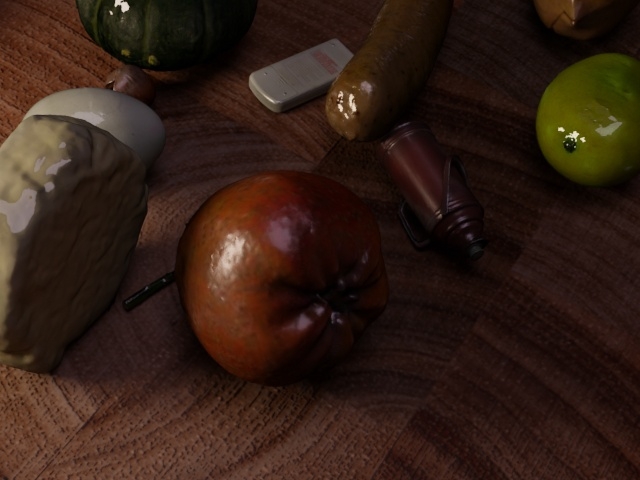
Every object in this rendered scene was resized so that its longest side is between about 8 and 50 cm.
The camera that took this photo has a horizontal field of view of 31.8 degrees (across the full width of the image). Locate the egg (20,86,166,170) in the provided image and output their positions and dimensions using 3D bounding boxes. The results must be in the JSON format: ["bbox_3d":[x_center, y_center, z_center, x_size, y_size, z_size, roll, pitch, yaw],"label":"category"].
[{"bbox_3d":[-0.324,-0.143,1.598,0.209,0.151,0.151,-8,53,-20],"label":"egg"}]

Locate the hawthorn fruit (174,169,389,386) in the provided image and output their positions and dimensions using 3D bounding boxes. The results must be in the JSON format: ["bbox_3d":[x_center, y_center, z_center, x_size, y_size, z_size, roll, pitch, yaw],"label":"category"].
[{"bbox_3d":[-0.069,0.035,1.445,0.298,0.277,0.277,24,49,35],"label":"hawthorn fruit"}]

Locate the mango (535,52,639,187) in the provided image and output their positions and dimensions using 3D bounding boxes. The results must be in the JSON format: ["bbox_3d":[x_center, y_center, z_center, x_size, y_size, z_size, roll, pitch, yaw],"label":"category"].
[{"bbox_3d":[0.431,-0.192,1.764,0.186,0.149,0.273,6,45,5],"label":"mango"}]

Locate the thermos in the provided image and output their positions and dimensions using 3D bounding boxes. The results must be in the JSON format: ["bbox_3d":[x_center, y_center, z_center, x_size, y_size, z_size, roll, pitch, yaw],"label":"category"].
[{"bbox_3d":[0.171,-0.061,1.654,0.124,0.099,0.232,-35,59,11],"label":"thermos"}]

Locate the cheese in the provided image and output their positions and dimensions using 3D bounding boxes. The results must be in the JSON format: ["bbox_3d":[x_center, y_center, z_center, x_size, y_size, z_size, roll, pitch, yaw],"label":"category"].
[{"bbox_3d":[-0.338,0.005,1.408,0.115,0.326,0.318,23,14,17],"label":"cheese"}]

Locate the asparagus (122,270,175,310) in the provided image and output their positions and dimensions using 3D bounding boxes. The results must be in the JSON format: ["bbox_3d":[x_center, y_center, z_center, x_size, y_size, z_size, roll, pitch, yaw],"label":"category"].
[{"bbox_3d":[-0.217,0.058,1.540,0.127,0.015,0.018,-33,72,-29],"label":"asparagus"}]

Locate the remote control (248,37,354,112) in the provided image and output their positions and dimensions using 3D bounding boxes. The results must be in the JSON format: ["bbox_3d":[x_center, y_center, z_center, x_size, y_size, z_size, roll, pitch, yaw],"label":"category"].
[{"bbox_3d":[-0.024,-0.268,1.825,0.190,0.029,0.087,-28,61,-28],"label":"remote control"}]

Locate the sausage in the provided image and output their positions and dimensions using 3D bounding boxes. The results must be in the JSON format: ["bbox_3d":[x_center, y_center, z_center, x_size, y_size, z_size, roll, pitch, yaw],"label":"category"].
[{"bbox_3d":[0.128,-0.318,1.822,0.136,0.123,0.500,52,41,-23],"label":"sausage"}]

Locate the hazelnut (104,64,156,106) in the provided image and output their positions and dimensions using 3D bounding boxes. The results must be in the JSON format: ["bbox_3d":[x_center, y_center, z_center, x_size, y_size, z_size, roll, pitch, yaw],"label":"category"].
[{"bbox_3d":[-0.295,-0.229,1.721,0.086,0.086,0.086,5,51,-6],"label":"hazelnut"}]

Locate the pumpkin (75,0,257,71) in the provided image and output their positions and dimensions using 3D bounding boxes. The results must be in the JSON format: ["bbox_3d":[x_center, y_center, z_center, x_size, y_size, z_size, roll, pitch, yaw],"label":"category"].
[{"bbox_3d":[-0.244,-0.404,1.783,0.300,0.207,0.300,8,47,-9],"label":"pumpkin"}]

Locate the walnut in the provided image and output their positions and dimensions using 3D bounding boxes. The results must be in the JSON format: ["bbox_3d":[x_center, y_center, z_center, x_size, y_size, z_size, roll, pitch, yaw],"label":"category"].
[{"bbox_3d":[0.472,-0.462,1.957,0.203,0.203,0.297,20,43,7],"label":"walnut"}]
